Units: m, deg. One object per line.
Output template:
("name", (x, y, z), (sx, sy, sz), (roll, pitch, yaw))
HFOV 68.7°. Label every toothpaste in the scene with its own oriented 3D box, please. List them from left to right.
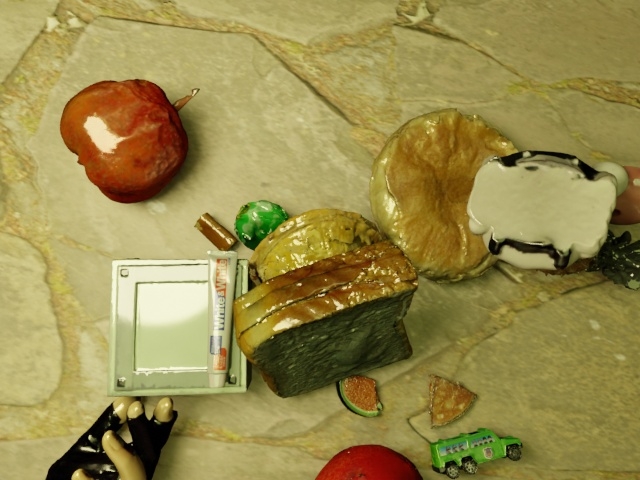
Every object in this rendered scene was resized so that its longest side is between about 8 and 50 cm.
("toothpaste", (-0.163, 0.123, 0.755), (0.052, 0.033, 0.218), (2, 79, -9))

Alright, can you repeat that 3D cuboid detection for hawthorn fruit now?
("hawthorn fruit", (-0.308, -0.193, 0.818), (0.243, 0.207, 0.207), (-36, 87, -11))

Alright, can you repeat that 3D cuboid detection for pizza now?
("pizza", (0.246, 0.299, 0.882), (0.099, 0.029, 0.100), (0, 87, -12))

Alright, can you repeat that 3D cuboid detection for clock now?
("clock", (0.528, -0.085, 0.871), (0.162, 0.166, 0.092), (11, 84, -9))

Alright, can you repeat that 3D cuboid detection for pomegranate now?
("pomegranate", (0.078, 0.454, 0.769), (0.210, 0.210, 0.235), (8, 116, -3))

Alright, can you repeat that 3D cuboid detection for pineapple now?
("pineapple", (0.519, 0.025, 0.890), (0.237, 0.111, 0.119), (7, 120, -7))

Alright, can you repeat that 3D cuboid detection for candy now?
("candy", (0.000, -0.002, 0.880), (0.324, 0.097, 0.097), (14, 83, -11))

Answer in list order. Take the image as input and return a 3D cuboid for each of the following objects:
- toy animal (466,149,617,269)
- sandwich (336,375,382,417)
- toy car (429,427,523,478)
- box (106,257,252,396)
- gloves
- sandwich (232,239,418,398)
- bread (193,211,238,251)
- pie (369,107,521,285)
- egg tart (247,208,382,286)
("toy animal", (0.361, -0.048, 0.786), (0.208, 0.156, 0.204), (13, 85, 22))
("sandwich", (0.072, 0.287, 0.872), (0.101, 0.026, 0.069), (21, 79, -4))
("toy car", (0.281, 0.382, 0.854), (0.165, 0.071, 0.062), (-13, 71, -5))
("box", (-0.236, 0.144, 0.819), (0.225, 0.117, 0.224), (-1, 84, -4))
("gloves", (-0.346, 0.366, 0.771), (0.152, 0.197, 0.301), (24, 110, -38))
("sandwich", (0.016, 0.144, 0.748), (0.271, 0.301, 0.099), (-22, 57, -5))
("bread", (-0.195, -0.015, 0.876), (0.083, 0.047, 0.036), (43, 53, -1))
("pie", (0.248, -0.089, 0.888), (0.340, 0.083, 0.339), (0, 87, -7))
("egg tart", (0.000, 0.049, 0.798), (0.241, 0.241, 0.105), (-16, 51, -5))
